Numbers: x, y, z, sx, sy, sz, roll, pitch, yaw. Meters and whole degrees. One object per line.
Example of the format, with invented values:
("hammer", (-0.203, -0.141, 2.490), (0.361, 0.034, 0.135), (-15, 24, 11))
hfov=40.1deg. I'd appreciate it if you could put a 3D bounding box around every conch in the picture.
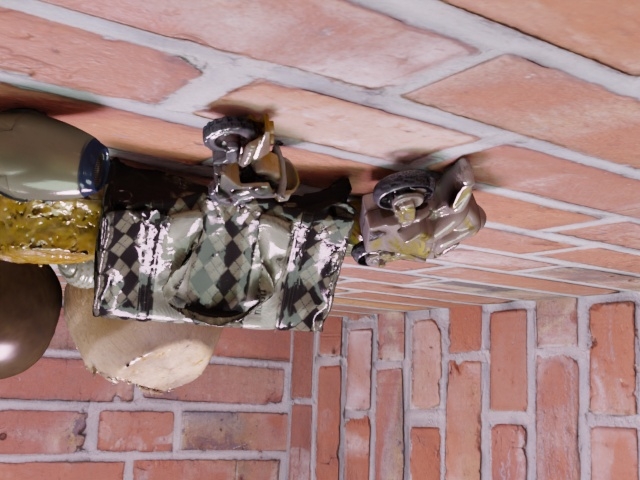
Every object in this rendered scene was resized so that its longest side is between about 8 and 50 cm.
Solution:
("conch", (-0.449, 0.008, 1.788), (0.172, 0.131, 0.200), (-31, -168, 37))

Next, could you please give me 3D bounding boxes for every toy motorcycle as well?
("toy motorcycle", (-0.091, -0.108, 1.182), (0.129, 0.094, 0.229), (-2, 158, -5))
("toy motorcycle", (0.168, -0.036, 1.412), (0.222, 0.108, 0.341), (-8, 159, -6))

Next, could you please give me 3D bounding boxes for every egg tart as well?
("egg tart", (-0.487, -0.029, 1.569), (0.341, 0.132, 0.341), (0, 169, 0))

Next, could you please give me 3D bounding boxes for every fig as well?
("fig", (0.053, -0.033, 1.559), (0.166, 0.093, 0.093), (6, 169, -27))

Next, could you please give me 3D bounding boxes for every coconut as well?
("coconut", (-0.403, 0.152, 1.999), (0.346, 0.360, 0.346), (-20, 150, -12))

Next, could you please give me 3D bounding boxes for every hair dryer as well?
("hair dryer", (-0.439, -0.122, 1.183), (0.295, 0.119, 0.298), (11, -179, -17))

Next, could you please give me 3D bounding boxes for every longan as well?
("longan", (-0.732, 0.147, 1.936), (0.360, 0.361, 0.361), (2, 170, 0))

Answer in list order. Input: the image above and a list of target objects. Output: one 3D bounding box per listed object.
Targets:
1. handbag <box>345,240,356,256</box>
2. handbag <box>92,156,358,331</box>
("handbag", (0.000, 0.000, 1.717), (0.219, 0.079, 0.256), (12, 173, -24))
("handbag", (-0.158, 0.006, 1.453), (0.415, 0.180, 0.317), (6, 140, -14))
